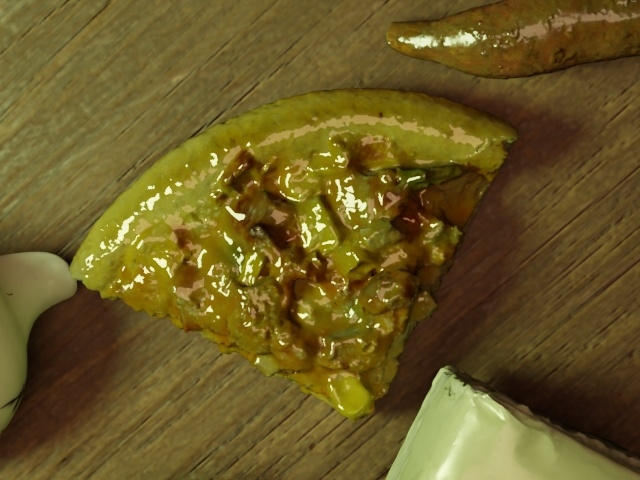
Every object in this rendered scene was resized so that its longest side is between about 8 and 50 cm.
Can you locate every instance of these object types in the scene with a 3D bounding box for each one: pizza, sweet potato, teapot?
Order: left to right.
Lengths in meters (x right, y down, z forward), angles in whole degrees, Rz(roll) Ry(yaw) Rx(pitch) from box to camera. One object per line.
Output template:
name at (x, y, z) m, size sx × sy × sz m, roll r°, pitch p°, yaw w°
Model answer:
teapot at (-0.347, 0.084, 1.160) m, size 0.300 × 0.166 × 0.208 m, roll -2°, pitch 138°, yaw 13°
pizza at (-0.024, -0.025, 1.144) m, size 0.268 × 0.087 × 0.258 m, roll 26°, pitch 96°, yaw 4°
sweet potato at (0.204, -0.164, 1.107) m, size 0.314 × 0.072 × 0.066 m, roll -9°, pitch 58°, yaw 7°

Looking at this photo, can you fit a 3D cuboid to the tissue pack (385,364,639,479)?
tissue pack at (0.139, 0.318, 1.083) m, size 0.297 × 0.207 × 0.380 m, roll 25°, pitch 91°, yaw -4°
